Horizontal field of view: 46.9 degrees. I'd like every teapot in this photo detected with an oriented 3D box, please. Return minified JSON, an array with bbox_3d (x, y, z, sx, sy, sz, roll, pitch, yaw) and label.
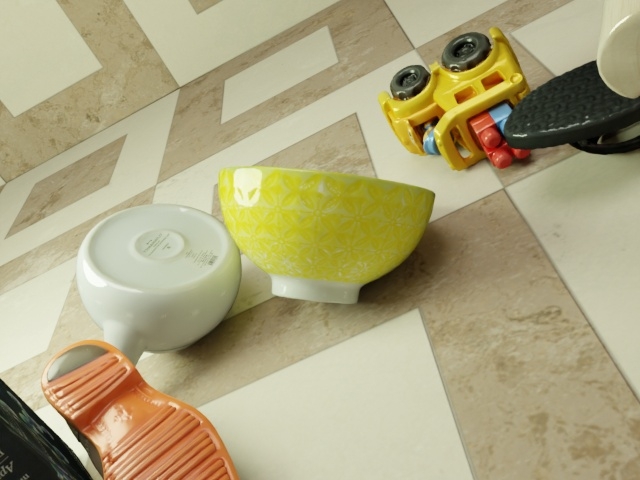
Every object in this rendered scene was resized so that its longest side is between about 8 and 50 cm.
[{"bbox_3d":[-0.235,0.075,1.104,0.256,0.187,0.252,-15,42,-25],"label":"teapot"}]

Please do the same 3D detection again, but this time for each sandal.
[{"bbox_3d":[0.437,-0.196,0.975,0.446,0.107,0.167,-28,26,-20],"label":"sandal"}]

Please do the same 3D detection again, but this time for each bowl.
[{"bbox_3d":[0.000,0.000,0.975,0.289,0.289,0.156,5,88,47],"label":"bowl"}]

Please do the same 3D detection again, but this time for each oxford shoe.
[{"bbox_3d":[-0.190,0.255,0.854,0.130,0.132,0.364,-33,46,-23],"label":"oxford shoe"}]

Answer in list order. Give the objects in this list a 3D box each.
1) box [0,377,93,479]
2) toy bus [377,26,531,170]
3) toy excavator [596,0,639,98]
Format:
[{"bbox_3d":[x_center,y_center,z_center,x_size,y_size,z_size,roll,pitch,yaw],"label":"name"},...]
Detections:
[{"bbox_3d":[-0.419,0.244,0.785,0.212,0.395,0.293,-42,32,-20],"label":"box"},{"bbox_3d":[0.220,-0.180,1.114,0.220,0.149,0.211,-26,46,14],"label":"toy bus"},{"bbox_3d":[0.509,-0.145,0.554,0.445,0.433,0.222,-26,42,53],"label":"toy excavator"}]
